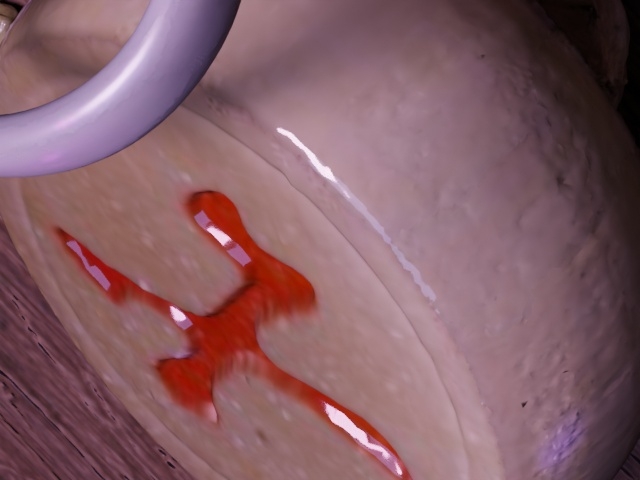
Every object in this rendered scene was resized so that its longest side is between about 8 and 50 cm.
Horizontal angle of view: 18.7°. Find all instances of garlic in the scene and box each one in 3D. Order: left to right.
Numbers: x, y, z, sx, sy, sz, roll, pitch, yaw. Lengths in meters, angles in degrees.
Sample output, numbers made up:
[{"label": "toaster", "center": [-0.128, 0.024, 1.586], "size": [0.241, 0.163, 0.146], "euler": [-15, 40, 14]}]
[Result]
[{"label": "garlic", "center": [0.099, -0.083, 0.858], "size": [0.094, 0.074, 0.113], "euler": [13, 123, 33]}]

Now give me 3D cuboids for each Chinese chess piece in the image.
[{"label": "Chinese chess piece", "center": [0.000, 0.000, 0.877], "size": [0.338, 0.140, 0.338], "euler": [34, 150, 23]}]

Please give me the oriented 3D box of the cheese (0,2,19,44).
[{"label": "cheese", "center": [-0.167, -0.090, 1.042], "size": [0.044, 0.030, 0.083], "euler": [-1, 116, 39]}]

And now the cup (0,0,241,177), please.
[{"label": "cup", "center": [-0.112, -0.196, 0.728], "size": [0.275, 0.259, 0.356], "euler": [-2, 77, 37]}]
